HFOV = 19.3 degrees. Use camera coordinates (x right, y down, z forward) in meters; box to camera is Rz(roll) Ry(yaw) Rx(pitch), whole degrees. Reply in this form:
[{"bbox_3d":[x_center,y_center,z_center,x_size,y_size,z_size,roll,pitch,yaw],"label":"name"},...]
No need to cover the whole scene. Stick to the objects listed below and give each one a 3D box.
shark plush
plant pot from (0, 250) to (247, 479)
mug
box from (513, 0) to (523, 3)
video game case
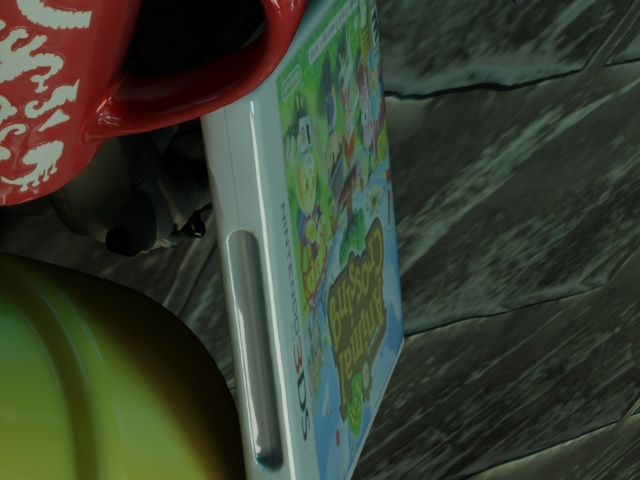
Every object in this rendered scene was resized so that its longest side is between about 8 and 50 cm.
[{"bbox_3d":[-0.071,-0.028,0.829,0.161,0.073,0.067,15,94,-55],"label":"shark plush"},{"bbox_3d":[-0.192,0.112,0.702,0.239,0.254,0.254,21,120,-46],"label":"plant pot"},{"bbox_3d":[-0.094,-0.079,0.593,0.113,0.150,0.169,-30,160,-28],"label":"mug"},{"bbox_3d":[0.150,-0.221,0.773,0.233,0.059,0.183,-35,156,-4],"label":"box"},{"bbox_3d":[0.000,0.000,0.754,0.212,0.023,0.193,-61,148,-65],"label":"video game case"}]
